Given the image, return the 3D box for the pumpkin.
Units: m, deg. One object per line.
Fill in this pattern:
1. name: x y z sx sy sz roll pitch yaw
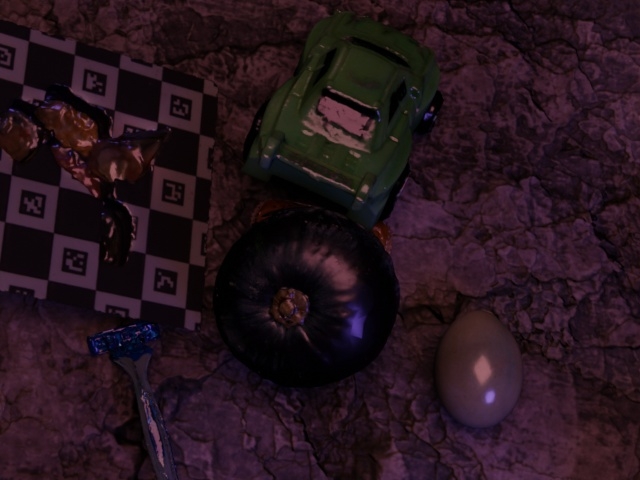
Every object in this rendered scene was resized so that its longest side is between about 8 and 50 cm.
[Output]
1. pumpkin: -0.018 0.072 1.607 0.233 0.163 0.233 2 100 10

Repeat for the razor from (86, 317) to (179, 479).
1. razor: -0.202 0.251 1.600 0.093 0.056 0.324 -15 73 -13

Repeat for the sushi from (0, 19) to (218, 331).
1. sushi: -0.308 -0.077 1.681 0.343 0.064 0.359 14 67 -29

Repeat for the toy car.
1. toy car: 0.036 -0.163 1.694 0.213 0.176 0.358 26 57 3

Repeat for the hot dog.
1. hot dog: 0.000 0.000 1.716 0.191 0.059 0.108 8 65 -2

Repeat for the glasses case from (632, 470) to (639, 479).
1. glasses case: 0.532 0.410 1.614 0.144 0.076 0.336 -23 74 -13

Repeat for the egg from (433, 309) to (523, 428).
1. egg: 0.200 0.162 1.646 0.114 0.114 0.152 5 71 -5
